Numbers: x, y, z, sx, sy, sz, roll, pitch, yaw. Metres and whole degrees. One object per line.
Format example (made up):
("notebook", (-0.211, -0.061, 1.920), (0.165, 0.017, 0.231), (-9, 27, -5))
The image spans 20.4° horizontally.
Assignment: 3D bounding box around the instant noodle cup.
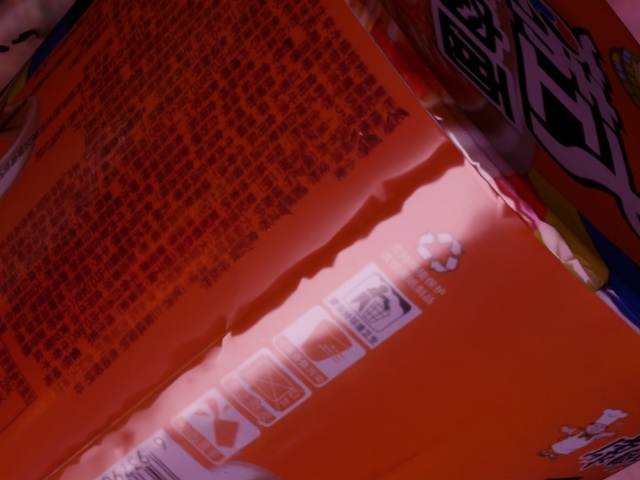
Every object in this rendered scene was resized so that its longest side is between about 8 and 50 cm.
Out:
("instant noodle cup", (0.000, 0.000, 0.557), (0.192, 0.250, 0.250), (-39, 132, 21))
